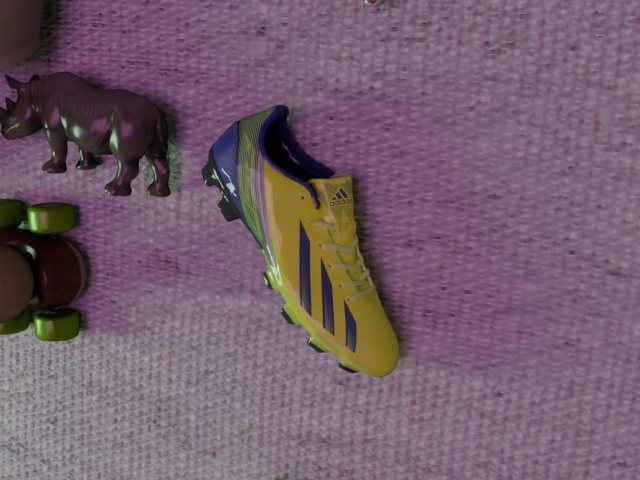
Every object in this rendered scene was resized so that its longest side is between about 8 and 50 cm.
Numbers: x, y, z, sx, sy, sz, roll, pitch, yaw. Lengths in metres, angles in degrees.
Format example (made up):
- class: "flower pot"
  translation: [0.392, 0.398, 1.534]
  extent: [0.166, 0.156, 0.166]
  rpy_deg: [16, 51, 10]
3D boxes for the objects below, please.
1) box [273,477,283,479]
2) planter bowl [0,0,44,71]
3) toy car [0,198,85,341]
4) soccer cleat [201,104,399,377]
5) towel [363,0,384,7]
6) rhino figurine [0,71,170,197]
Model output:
- class: "box"
  translation: [0.020, 0.409, 1.014]
  extent: [0.261, 0.126, 0.231]
  rpy_deg: [21, 110, 22]
- class: "planter bowl"
  translation: [-0.365, -0.243, 1.068]
  extent: [0.162, 0.162, 0.109]
  rpy_deg: [-3, 126, 26]
- class: "toy car"
  translation: [-0.367, 0.045, 1.091]
  extent: [0.148, 0.188, 0.155]
  rpy_deg: [4, 101, 25]
- class: "soccer cleat"
  translation: [-0.001, 0.000, 0.963]
  extent: [0.121, 0.093, 0.289]
  rpy_deg: [-36, 84, 20]
- class: "towel"
  translation: [0.016, -0.408, 0.908]
  extent: [0.329, 0.037, 0.237]
  rpy_deg: [48, 115, 9]
- class: "rhino figurine"
  translation: [-0.265, -0.126, 1.075]
  extent: [0.243, 0.073, 0.106]
  rpy_deg: [19, 111, 23]
